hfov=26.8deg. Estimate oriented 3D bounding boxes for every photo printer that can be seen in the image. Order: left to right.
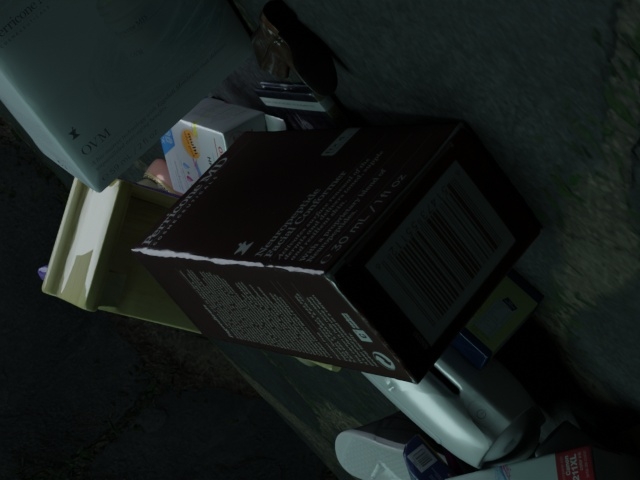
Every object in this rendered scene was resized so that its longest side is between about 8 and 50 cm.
[{"bbox_3d":[0.125,0.140,1.469,0.256,0.107,0.307,42,180,18],"label":"photo printer"}]

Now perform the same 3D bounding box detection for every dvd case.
[{"bbox_3d":[0.030,-0.078,1.409,0.221,0.018,0.164,49,168,-21],"label":"dvd case"}]

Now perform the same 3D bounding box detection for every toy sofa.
[{"bbox_3d":[-0.136,0.034,1.584,0.363,0.150,0.177,17,179,-31],"label":"toy sofa"}]

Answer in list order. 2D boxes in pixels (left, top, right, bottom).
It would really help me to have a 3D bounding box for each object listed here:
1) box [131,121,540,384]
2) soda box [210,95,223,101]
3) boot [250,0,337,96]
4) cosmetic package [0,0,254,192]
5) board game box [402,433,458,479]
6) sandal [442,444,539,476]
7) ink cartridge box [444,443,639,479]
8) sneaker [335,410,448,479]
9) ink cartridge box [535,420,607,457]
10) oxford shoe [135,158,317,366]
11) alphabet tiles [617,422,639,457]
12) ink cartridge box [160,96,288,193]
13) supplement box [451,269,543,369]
[{"bbox_3d":[0.000,0.000,1.258,0.143,0.191,0.381,50,157,-22],"label":"box"},{"bbox_3d":[-0.086,-0.108,1.593,0.169,0.053,0.060,34,163,40],"label":"soda box"},{"bbox_3d":[-0.028,-0.167,1.270,0.106,0.037,0.114,58,164,4],"label":"boot"},{"bbox_3d":[-0.221,-0.212,1.313,0.138,0.224,0.224,32,162,47],"label":"cosmetic package"},{"bbox_3d":[0.180,0.377,1.785,0.194,0.060,0.194,46,166,31],"label":"board game box"},{"bbox_3d":[0.206,0.287,1.785,0.446,0.107,0.167,41,167,16],"label":"sandal"},{"bbox_3d":[0.234,0.270,1.389,0.175,0.072,0.127,-20,155,32],"label":"ink cartridge box"},{"bbox_3d":[0.176,0.318,1.961,0.296,0.147,0.104,17,119,40],"label":"sneaker"},{"bbox_3d":[0.398,0.346,1.437,0.371,0.069,0.175,37,164,42],"label":"ink cartridge box"},{"bbox_3d":[-0.147,0.062,1.976,0.397,0.146,0.140,43,166,10],"label":"oxford shoe"},{"bbox_3d":[0.403,0.270,1.348,0.237,0.009,0.198,44,167,8],"label":"alphabet tiles"},{"bbox_3d":[-0.104,-0.094,1.499,0.181,0.062,0.104,20,131,48],"label":"ink cartridge box"},{"bbox_3d":[0.156,0.064,1.308,0.083,0.083,0.056,43,166,11],"label":"supplement box"}]
